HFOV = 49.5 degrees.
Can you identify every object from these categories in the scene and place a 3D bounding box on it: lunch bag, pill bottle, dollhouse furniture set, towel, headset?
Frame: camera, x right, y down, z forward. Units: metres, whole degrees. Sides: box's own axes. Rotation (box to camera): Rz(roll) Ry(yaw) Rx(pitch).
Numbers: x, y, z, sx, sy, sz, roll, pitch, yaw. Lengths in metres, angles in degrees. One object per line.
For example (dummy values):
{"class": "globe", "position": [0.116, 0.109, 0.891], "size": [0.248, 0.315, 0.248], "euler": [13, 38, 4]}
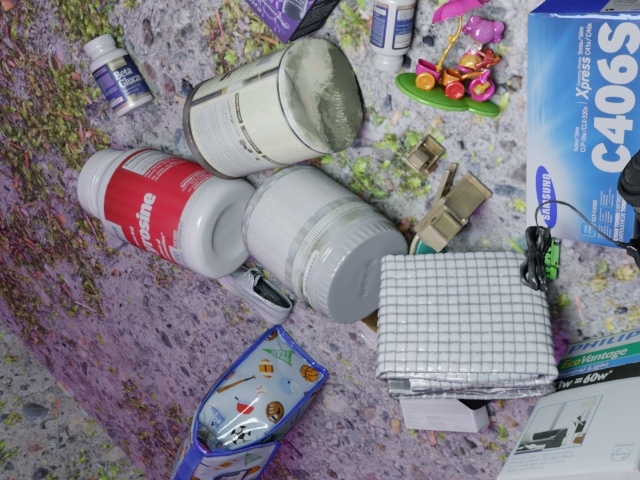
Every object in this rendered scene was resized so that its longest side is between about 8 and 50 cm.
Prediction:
{"class": "lunch bag", "position": [-0.197, 0.452, 1.705], "size": [0.239, 0.385, 0.328], "euler": [41, 136, 11]}
{"class": "pill bottle", "position": [-0.459, -0.372, 1.563], "size": [0.094, 0.094, 0.169], "euler": [-16, 107, 45]}
{"class": "dollhouse furniture set", "position": [0.170, -0.067, 1.180], "size": [0.161, 0.182, 0.101], "euler": [44, 137, 6]}
{"class": "towel", "position": [0.238, 0.147, 1.170], "size": [0.283, 0.235, 0.121], "euler": [-3, 148, 10]}
{"class": "headset", "position": [0.460, -0.014, 0.890], "size": [0.394, 0.185, 0.243], "euler": [-7, 126, 31]}
{"class": "pill bottle", "position": [-0.353, -0.080, 1.580], "size": [0.407, 0.229, 0.229], "euler": [20, 130, 29]}
{"class": "pill bottle", "position": [0.115, -0.340, 1.121], "size": [0.067, 0.067, 0.120], "euler": [25, 132, 25]}

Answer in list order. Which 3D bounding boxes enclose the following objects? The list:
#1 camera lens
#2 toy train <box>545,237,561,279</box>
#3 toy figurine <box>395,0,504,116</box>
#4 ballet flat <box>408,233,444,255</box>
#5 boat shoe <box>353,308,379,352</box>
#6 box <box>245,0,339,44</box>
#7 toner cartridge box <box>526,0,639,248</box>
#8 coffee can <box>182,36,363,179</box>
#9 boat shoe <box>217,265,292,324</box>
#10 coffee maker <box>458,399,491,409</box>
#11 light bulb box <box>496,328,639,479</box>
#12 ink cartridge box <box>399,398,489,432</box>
{"class": "camera lens", "position": [0.000, 0.000, 1.306], "size": [0.274, 0.219, 0.219], "euler": [39, 139, 38]}
{"class": "toy train", "position": [0.395, 0.030, 1.182], "size": [0.023, 0.017, 0.083], "euler": [8, 124, 25]}
{"class": "toy figurine", "position": [0.219, -0.289, 1.053], "size": [0.173, 0.130, 0.159], "euler": [19, 123, 2]}
{"class": "ballet flat", "position": [0.194, 0.073, 1.342], "size": [0.086, 0.086, 0.248], "euler": [12, 126, 34]}
{"class": "boat shoe", "position": [0.119, 0.188, 1.458], "size": [0.277, 0.098, 0.096], "euler": [46, 141, 14]}
{"class": "box", "position": [-0.031, -0.455, 1.134], "size": [0.153, 0.108, 0.207], "euler": [48, 138, 3]}
{"class": "toner cartridge box", "position": [0.390, -0.164, 1.006], "size": [0.165, 0.075, 0.348], "euler": [13, 126, 35]}
{"class": "coffee can", "position": [-0.090, -0.232, 1.270], "size": [0.275, 0.201, 0.202], "euler": [-8, 113, 43]}
{"class": "boat shoe", "position": [-0.159, 0.104, 1.664], "size": [0.227, 0.079, 0.081], "euler": [40, 130, 2]}
{"class": "coffee maker", "position": [0.250, 0.240, 1.298], "size": [0.178, 0.171, 0.120], "euler": [35, 138, -21]}
{"class": "light bulb box", "position": [0.509, 0.375, 1.072], "size": [0.225, 0.361, 0.358], "euler": [-26, 100, 45]}
{"class": "ink cartridge box", "position": [0.244, 0.290, 1.482], "size": [0.189, 0.066, 0.232], "euler": [-11, 89, 44]}
